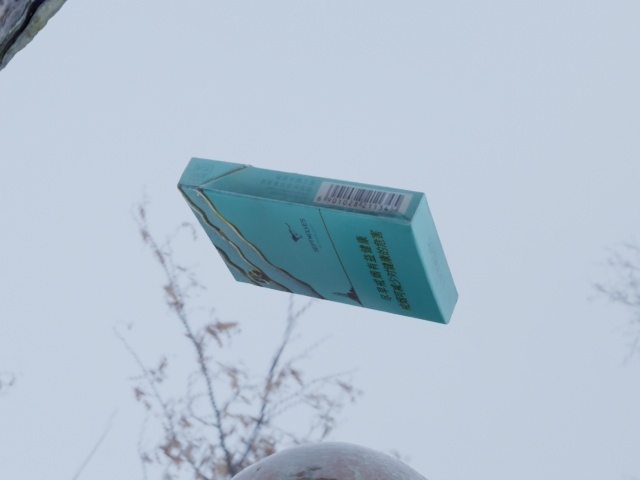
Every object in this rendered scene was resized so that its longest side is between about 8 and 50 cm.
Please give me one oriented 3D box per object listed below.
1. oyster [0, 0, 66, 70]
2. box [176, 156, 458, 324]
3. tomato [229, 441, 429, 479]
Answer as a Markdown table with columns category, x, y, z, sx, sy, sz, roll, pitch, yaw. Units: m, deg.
| category | x | y | z | sx | sy | sz | roll | pitch | yaw |
| --- | --- | --- | --- | --- | --- | --- | --- | --- | --- |
| oyster | -0.382 | -0.309 | 1.322 | 0.100 | 0.275 | 0.271 | 40 | -150 | -26 |
| box | 0.000 | 0.000 | 0.961 | 0.041 | 0.229 | 0.162 | -65 | -30 | -28 |
| tomato | 0.009 | 0.354 | 1.046 | 0.316 | 0.282 | 0.317 | -11 | -51 | -13 |
